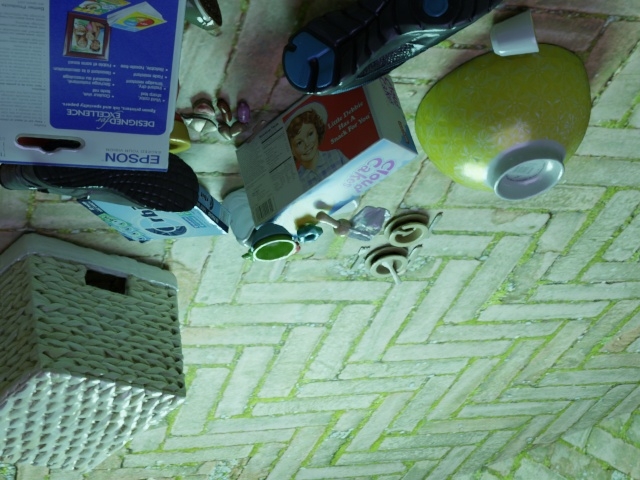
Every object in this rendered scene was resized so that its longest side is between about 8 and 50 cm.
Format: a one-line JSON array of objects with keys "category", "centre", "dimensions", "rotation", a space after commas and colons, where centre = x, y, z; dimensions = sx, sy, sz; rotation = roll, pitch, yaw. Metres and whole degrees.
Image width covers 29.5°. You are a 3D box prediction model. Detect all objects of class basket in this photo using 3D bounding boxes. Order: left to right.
[{"category": "basket", "centre": [-0.443, 0.201, 2.079], "dimensions": [0.328, 0.266, 0.331], "rotation": [19, 134, -43]}]

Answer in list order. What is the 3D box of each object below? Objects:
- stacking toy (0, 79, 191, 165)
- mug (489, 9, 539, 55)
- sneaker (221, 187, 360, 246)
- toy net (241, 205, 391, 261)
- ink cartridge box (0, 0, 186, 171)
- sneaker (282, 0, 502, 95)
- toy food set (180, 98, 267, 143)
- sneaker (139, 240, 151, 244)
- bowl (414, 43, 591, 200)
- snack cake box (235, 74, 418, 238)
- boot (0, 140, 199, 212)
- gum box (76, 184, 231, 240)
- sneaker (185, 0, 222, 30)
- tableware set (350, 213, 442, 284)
[{"category": "stacking toy", "centre": [-0.353, -0.180, 1.693], "dimensions": [0.309, 0.130, 0.279], "rotation": [1, 172, -20]}, {"category": "mug", "centre": [0.285, -0.295, 1.783], "dimensions": [0.064, 0.062, 0.078], "rotation": [-14, 144, 13]}, {"category": "sneaker", "centre": [-0.041, -0.033, 2.012], "dimensions": [0.232, 0.115, 0.090], "rotation": [-11, 150, -8]}, {"category": "toy net", "centre": [0.000, 0.000, 1.858], "dimensions": [0.232, 0.045, 0.122], "rotation": [-9, 151, -16]}, {"category": "ink cartridge box", "centre": [-0.321, -0.217, 1.448], "dimensions": [0.304, 0.072, 0.307], "rotation": [3, 141, -11]}, {"category": "sneaker", "centre": [0.108, -0.307, 1.661], "dimensions": [0.341, 0.125, 0.140], "rotation": [-25, 176, 11]}, {"category": "toy food set", "centre": [-0.145, -0.185, 1.813], "dimensions": [0.122, 0.019, 0.078], "rotation": [18, 137, -31]}, {"category": "sneaker", "centre": [-0.283, -0.026, 2.008], "dimensions": [0.037, 0.032, 0.083], "rotation": [23, 129, -28]}, {"category": "bowl", "centre": [0.307, -0.158, 1.922], "dimensions": [0.290, 0.156, 0.289], "rotation": [-11, 149, -7]}, {"category": "snack cake box", "centre": [0.004, -0.133, 1.832], "dimensions": [0.264, 0.152, 0.089], "rotation": [-34, 146, 30]}, {"category": "boot", "centre": [-0.304, -0.087, 1.668], "dimensions": [0.247, 0.083, 0.161], "rotation": [11, 172, -31]}, {"category": "gum box", "centre": [-0.256, -0.052, 1.884], "dimensions": [0.184, 0.041, 0.157], "rotation": [-5, 155, 24]}, {"category": "sneaker", "centre": [-0.200, -0.323, 1.523], "dimensions": [0.086, 0.064, 0.192], "rotation": [-15, 150, 15]}, {"category": "tableware set", "centre": [0.143, 0.018, 2.255], "dimensions": [0.128, 0.039, 0.194], "rotation": [-2, 147, -21]}]
